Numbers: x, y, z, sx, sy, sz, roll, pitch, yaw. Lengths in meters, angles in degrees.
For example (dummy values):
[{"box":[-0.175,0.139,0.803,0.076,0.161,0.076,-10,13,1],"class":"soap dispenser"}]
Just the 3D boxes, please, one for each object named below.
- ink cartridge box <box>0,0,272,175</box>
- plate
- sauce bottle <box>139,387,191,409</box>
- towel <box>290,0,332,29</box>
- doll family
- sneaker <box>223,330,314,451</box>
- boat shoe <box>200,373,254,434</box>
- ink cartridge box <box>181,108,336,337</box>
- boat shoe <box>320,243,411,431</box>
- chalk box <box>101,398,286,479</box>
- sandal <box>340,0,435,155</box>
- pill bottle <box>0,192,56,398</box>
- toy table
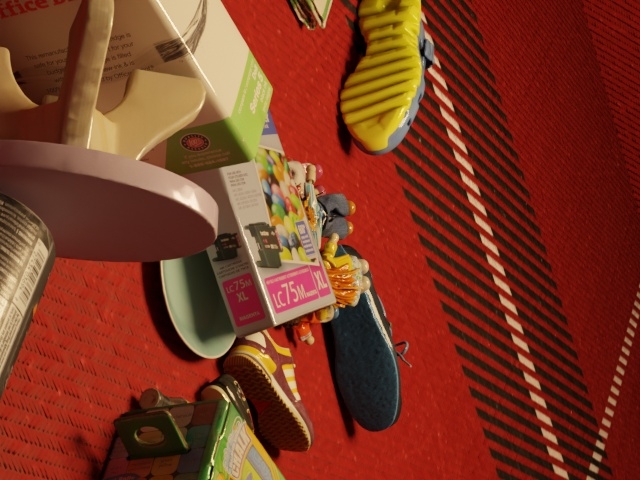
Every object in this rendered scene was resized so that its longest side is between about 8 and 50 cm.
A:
[{"box":[-0.197,-0.191,1.539,0.114,0.198,0.273,-77,148,-41],"class":"ink cartridge box"},{"box":[-0.142,0.043,1.790,0.188,0.024,0.188,34,51,-57],"class":"plate"},{"box":[-0.152,0.193,1.694,0.128,0.042,0.042,43,44,-56],"class":"sauce bottle"},{"box":[-0.051,-0.484,2.165,0.324,0.038,0.247,59,31,-36],"class":"towel"},{"box":[0.000,0.000,2.000,0.163,0.118,0.262,-5,86,-65],"class":"doll family"},{"box":[-0.049,0.176,1.891,0.185,0.070,0.084,63,35,-35],"class":"sneaker"},{"box":[-0.095,0.217,1.801,0.042,0.049,0.133,-42,115,-53],"class":"boat shoe"},{"box":[-0.087,-0.051,1.841,0.186,0.065,0.311,-16,84,-66],"class":"ink cartridge box"},{"box":[0.069,0.127,2.128,0.089,0.109,0.258,-22,103,-69],"class":"boat shoe"},{"box":[-0.137,0.253,1.597,0.213,0.132,0.132,58,33,-38],"class":"chalk box"},{"box":[0.114,-0.239,2.342,0.138,0.126,0.317,63,31,-42],"class":"sandal"},{"box":[-0.312,0.081,1.277,0.130,0.130,0.245,60,32,-39],"class":"pill bottle"},{"box":[-0.227,-0.090,1.411,0.274,0.252,0.160,14,61,-28],"class":"toy table"}]
